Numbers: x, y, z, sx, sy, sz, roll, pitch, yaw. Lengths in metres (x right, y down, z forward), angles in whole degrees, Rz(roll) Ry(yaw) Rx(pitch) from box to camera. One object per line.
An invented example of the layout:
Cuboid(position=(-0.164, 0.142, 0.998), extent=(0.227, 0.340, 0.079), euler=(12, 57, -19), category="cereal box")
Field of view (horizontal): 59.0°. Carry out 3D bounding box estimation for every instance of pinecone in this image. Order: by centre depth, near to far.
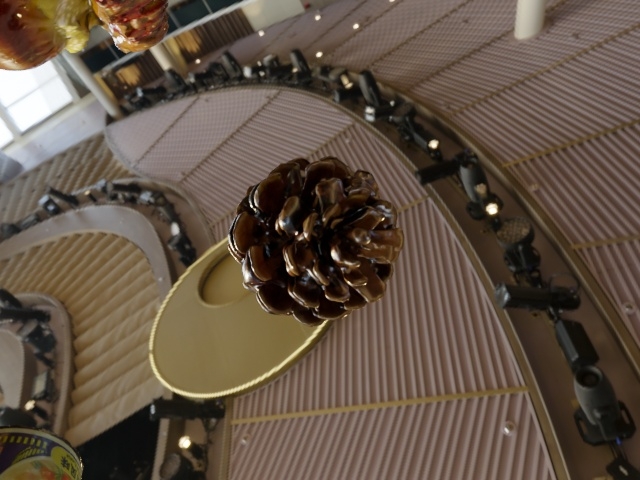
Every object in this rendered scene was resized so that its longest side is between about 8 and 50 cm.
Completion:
Cuboid(position=(0.000, 0.000, 0.515), extent=(0.173, 0.174, 0.174), euler=(-20, -142, 16), category="pinecone")

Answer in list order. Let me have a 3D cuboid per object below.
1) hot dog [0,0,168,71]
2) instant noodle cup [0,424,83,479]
Cuboid(position=(-0.176, -0.238, 0.332), extent=(0.185, 0.223, 0.405), euler=(-25, 177, -10), category="hot dog")
Cuboid(position=(-0.455, 0.437, 0.776), extent=(0.284, 0.284, 0.312), euler=(-28, -150, 6), category="instant noodle cup")
